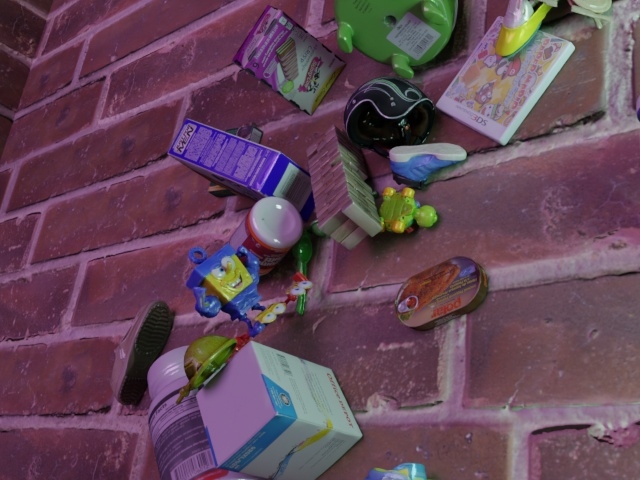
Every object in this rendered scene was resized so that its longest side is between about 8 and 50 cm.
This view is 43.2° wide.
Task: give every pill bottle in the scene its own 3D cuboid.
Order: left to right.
[{"bbox_3d":[-0.231,0.399,1.631,0.210,0.210,0.363,-44,44,18],"label":"pill bottle"},{"bbox_3d":[-0.133,0.005,1.778,0.221,0.121,0.121,133,144,-52],"label":"pill bottle"}]

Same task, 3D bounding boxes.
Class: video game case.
[{"bbox_3d":[0.358,-0.321,1.599,0.227,0.026,0.206,-55,42,6],"label":"video game case"}]

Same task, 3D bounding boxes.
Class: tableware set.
[{"bbox_3d":[0.443,-0.457,1.499,0.039,0.194,0.128,114,169,-55],"label":"tableware set"}]

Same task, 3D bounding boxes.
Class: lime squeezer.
[{"bbox_3d":[0.000,0.000,1.746,0.310,0.059,0.110,-57,41,3],"label":"lime squeezer"}]

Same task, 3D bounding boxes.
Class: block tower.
[{"bbox_3d":[0.042,-0.117,1.686,0.097,0.091,0.335,-42,30,20],"label":"block tower"}]

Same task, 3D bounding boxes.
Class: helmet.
[{"bbox_3d":[0.135,-0.260,1.678,0.161,0.169,0.169,29,89,32],"label":"helmet"}]

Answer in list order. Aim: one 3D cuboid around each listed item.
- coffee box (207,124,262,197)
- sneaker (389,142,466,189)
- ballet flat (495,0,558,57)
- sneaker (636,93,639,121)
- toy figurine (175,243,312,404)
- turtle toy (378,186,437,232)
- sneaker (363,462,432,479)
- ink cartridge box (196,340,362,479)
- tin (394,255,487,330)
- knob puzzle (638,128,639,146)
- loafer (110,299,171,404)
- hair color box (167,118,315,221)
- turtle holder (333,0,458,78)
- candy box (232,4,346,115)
[{"bbox_3d":[-0.220,-0.204,2.087,0.113,0.040,0.184,-1,68,43],"label":"coffee box"},{"bbox_3d":[0.217,-0.145,1.623,0.152,0.085,0.058,-2,32,9],"label":"sneaker"},{"bbox_3d":[0.408,-0.460,1.560,0.231,0.077,0.077,-47,41,-1],"label":"ballet flat"},{"bbox_3d":[0.605,-0.126,1.167,0.322,0.130,0.236,1,65,39],"label":"sneaker"},{"bbox_3d":[-0.211,0.120,1.604,0.362,0.217,0.191,-39,-3,-41],"label":"toy figurine"},{"bbox_3d":[0.169,-0.052,1.601,0.130,0.066,0.095,5,73,45],"label":"turtle toy"},{"bbox_3d":[0.147,0.478,1.281,0.319,0.127,0.208,31,92,48],"label":"sneaker"},{"bbox_3d":[-0.077,0.327,1.503,0.168,0.232,0.171,-45,44,19],"label":"ink cartridge box"},{"bbox_3d":[0.221,0.100,1.488,0.189,0.040,0.106,-27,47,31],"label":"tin"},{"bbox_3d":[0.541,-0.077,1.199,0.213,0.030,0.213,166,90,-70],"label":"knob puzzle"},{"bbox_3d":[-0.459,0.270,2.009,0.092,0.102,0.269,15,79,41],"label":"loafer"},{"bbox_3d":[-0.177,-0.165,1.882,0.338,0.185,0.110,26,85,40],"label":"hair color box"},{"bbox_3d":[0.138,-0.521,1.737,0.320,0.243,0.227,13,50,10],"label":"turtle holder"},{"bbox_3d":[-0.072,-0.424,1.921,0.159,0.233,0.071,-56,42,6],"label":"candy box"}]
